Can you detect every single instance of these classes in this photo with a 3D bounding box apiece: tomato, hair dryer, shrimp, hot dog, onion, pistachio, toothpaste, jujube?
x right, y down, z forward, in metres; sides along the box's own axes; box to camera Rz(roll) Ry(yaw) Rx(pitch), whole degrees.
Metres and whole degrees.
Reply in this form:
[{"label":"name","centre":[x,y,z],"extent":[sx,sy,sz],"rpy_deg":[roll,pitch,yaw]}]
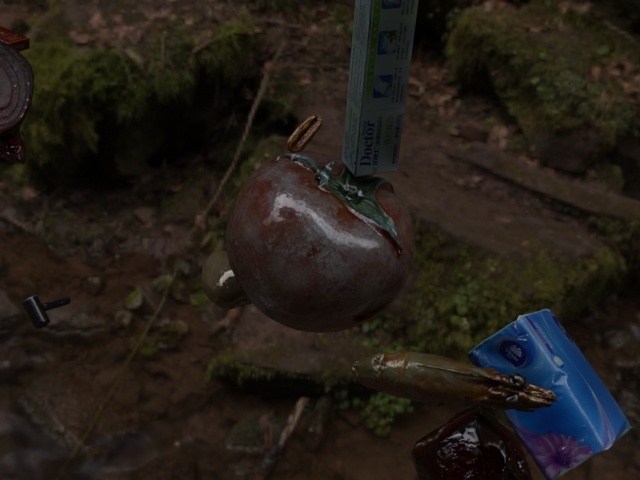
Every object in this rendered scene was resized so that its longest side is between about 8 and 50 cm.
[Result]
[{"label":"tomato","centre":[0.000,0.000,1.412],"extent":[0.317,0.282,0.316],"rpy_deg":[20,35,-14]},{"label":"hair dryer","centre":[-0.415,0.103,1.302],"extent":[0.047,0.026,0.083],"rpy_deg":[61,28,5]},{"label":"shrimp","centre":[0.181,0.202,1.162],"extent":[0.295,0.154,0.062],"rpy_deg":[5,67,35]},{"label":"hot dog","centre":[-0.041,-0.263,2.103],"extent":[0.122,0.049,0.037],"rpy_deg":[-48,19,-11]},{"label":"onion","centre":[-0.566,-0.216,1.415],"extent":[0.140,0.218,0.195],"rpy_deg":[-5,37,31]},{"label":"pistachio","centre":[-0.166,0.070,1.556],"extent":[0.113,0.113,0.149],"rpy_deg":[-13,33,-29]},{"label":"toothpaste","centre":[0.089,-0.261,1.305],"extent":[0.081,0.336,0.067],"rpy_deg":[-9,36,-19]},{"label":"jujube","centre":[0.334,0.543,1.794],"extent":[0.259,0.376,0.258],"rpy_deg":[-14,-4,-1]}]

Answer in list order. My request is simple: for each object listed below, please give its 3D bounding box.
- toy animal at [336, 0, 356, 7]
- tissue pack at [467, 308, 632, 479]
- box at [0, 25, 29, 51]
[{"label":"toy animal","centre":[0.081,-0.598,1.535],"extent":[0.241,0.368,0.196],"rpy_deg":[23,68,-14]},{"label":"tissue pack","centre":[0.413,0.270,1.528],"extent":[0.198,0.146,0.263],"rpy_deg":[0,54,-59]},{"label":"box","centre":[-0.599,-0.380,1.604],"extent":[0.082,0.023,0.051],"rpy_deg":[25,32,19]}]
